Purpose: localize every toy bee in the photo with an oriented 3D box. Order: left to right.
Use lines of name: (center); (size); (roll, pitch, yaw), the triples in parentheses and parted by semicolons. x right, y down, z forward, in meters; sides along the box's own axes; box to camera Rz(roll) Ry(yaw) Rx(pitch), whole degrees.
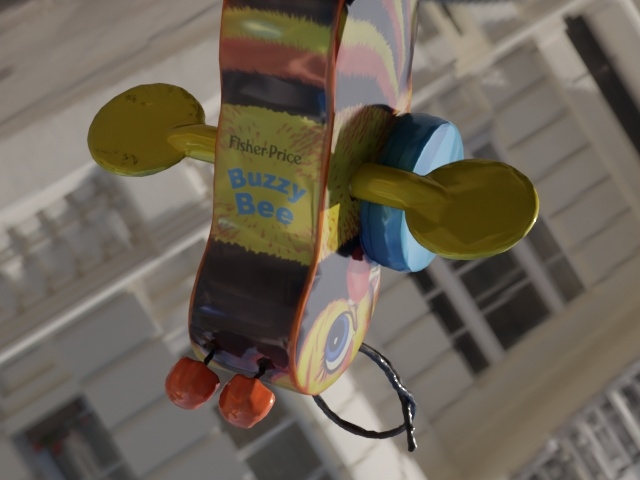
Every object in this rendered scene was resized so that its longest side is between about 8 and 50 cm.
toy bee: (0.000, 0.000, 0.646); (0.195, 0.298, 0.162); (-7, -157, 33)
